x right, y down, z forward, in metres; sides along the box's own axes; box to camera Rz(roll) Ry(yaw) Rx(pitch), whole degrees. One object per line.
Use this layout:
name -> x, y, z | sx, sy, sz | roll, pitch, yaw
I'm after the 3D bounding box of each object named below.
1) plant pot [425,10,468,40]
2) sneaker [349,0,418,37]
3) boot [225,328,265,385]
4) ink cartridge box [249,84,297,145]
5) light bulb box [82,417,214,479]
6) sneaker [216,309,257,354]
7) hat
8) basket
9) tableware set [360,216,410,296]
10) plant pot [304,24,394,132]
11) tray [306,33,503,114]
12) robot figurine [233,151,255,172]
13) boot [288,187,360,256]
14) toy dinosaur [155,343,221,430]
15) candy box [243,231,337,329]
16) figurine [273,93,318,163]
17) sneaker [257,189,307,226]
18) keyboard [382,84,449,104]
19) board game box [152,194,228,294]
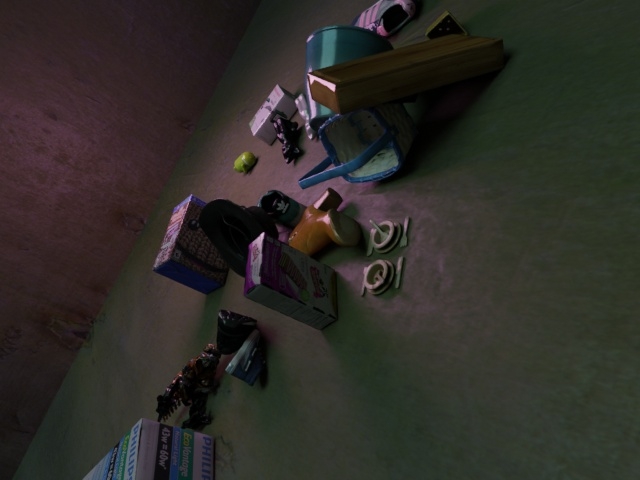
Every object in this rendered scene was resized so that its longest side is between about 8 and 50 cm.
plant pot -> 0.342, -0.576, 1.345 | 0.082, 0.081, 0.083 | -37, 27, 34
sneaker -> 0.189, -0.725, 1.668 | 0.319, 0.112, 0.131 | -30, 38, 43
boot -> -0.189, 0.325, 1.366 | 0.069, 0.086, 0.190 | -55, 1, 28
ink cartridge box -> -0.199, -0.538, 2.102 | 0.219, 0.093, 0.160 | -51, 31, 16
light bulb box -> -0.465, 0.723, 1.263 | 0.361, 0.225, 0.357 | -46, 32, 24
sneaker -> -0.247, 0.271, 1.405 | 0.283, 0.107, 0.124 | 116, 171, -79
hat -> -0.229, -0.030, 1.576 | 0.331, 0.331, 0.134 | -16, 25, 50
basket -> 0.098, -0.235, 1.253 | 0.289, 0.201, 0.255 | -39, 18, -30
tableware set -> 0.139, 0.032, 1.150 | 0.128, 0.039, 0.194 | -21, 47, 48
plant pot -> 0.071, -0.454, 1.478 | 0.272, 0.272, 0.254 | -4, 75, 55
tray -> 0.194, -0.405, 1.167 | 0.411, 0.076, 0.203 | -20, 30, -11
robot figurine -> -0.330, -0.343, 2.153 | 0.115, 0.067, 0.101 | -35, 26, 36
boot -> -0.001, -0.001, 1.345 | 0.211, 0.104, 0.295 | -53, 25, 21
toy dinosaur -> -0.400, 0.463, 1.518 | 0.218, 0.165, 0.321 | -89, 15, -62
candy box -> -0.067, 0.102, 1.203 | 0.071, 0.234, 0.159 | -37, 38, 34
figurine -> -0.074, -0.413, 1.829 | 0.215, 0.092, 0.209 | -40, 43, 29
sneaker -> -0.160, -0.124, 1.651 | 0.302, 0.121, 0.108 | 17, 78, 60
keyboard -> 0.240, -0.402, 1.251 | 0.202, 0.033, 0.317 | -2, 31, 18
board game box -> -0.463, 0.019, 1.871 | 0.141, 0.232, 0.290 | -27, 44, 42
